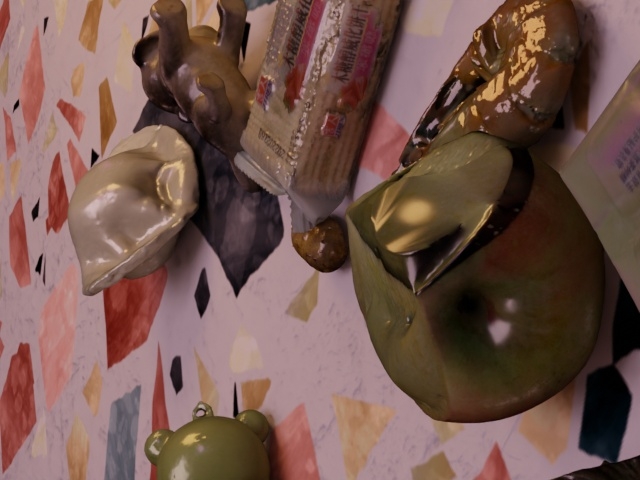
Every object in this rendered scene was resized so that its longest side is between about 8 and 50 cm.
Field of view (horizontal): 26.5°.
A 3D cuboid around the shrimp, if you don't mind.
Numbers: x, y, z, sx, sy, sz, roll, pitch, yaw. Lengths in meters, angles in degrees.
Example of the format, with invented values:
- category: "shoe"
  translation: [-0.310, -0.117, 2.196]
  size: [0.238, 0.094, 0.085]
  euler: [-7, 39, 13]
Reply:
- category: "shrimp"
  translation: [0.122, -0.102, 1.103]
  size: [0.267, 0.061, 0.145]
  euler: [124, 149, -44]

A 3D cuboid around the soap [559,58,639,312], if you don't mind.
- category: "soap"
  translation: [0.264, -0.039, 0.761]
  size: [0.199, 0.138, 0.182]
  euler: [-59, 37, 38]

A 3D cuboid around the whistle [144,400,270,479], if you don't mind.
- category: "whistle"
  translation: [-0.095, 0.293, 1.359]
  size: [0.106, 0.131, 0.288]
  euler: [88, 169, -63]

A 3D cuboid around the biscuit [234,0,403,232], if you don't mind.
- category: "biscuit"
  translation: [0.002, -0.180, 1.307]
  size: [0.186, 0.079, 0.309]
  euler: [46, 126, 51]

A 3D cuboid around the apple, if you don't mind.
- category: "apple"
  translation: [0.111, 0.025, 0.991]
  size: [0.188, 0.173, 0.207]
  euler: [-119, 38, -74]

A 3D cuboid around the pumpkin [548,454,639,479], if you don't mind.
- category: "pumpkin"
  translation: [0.192, 0.207, 0.860]
  size: [0.248, 0.126, 0.131]
  euler: [-45, 50, 47]

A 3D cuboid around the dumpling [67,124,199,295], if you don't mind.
- category: "dumpling"
  translation: [-0.216, -0.049, 1.647]
  size: [0.179, 0.131, 0.252]
  euler: [-30, 36, 33]

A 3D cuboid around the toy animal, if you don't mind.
- category: "toy animal"
  translation: [-0.121, -0.180, 1.490]
  size: [0.233, 0.121, 0.169]
  euler: [51, 145, 39]

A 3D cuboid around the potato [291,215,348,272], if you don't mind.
- category: "potato"
  translation: [0.000, 0.000, 1.315]
  size: [0.051, 0.040, 0.083]
  euler: [-60, 37, 15]
